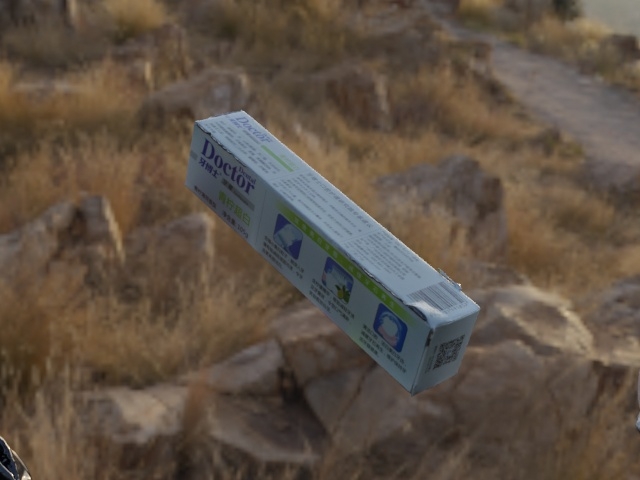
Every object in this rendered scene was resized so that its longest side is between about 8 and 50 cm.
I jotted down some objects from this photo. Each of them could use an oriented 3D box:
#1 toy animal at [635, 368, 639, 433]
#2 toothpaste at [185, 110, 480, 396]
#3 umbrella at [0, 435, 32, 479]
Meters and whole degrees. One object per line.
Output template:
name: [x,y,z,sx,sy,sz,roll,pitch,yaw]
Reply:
toy animal: [0.448,0.094,1.302,0.251,0.310,0.251,22,-20,9]
toothpaste: [0.000,0.000,1.137,0.067,0.081,0.336,-18,46,-37]
umbrella: [-0.280,0.277,1.181,0.118,0.340,0.118,-10,55,14]
